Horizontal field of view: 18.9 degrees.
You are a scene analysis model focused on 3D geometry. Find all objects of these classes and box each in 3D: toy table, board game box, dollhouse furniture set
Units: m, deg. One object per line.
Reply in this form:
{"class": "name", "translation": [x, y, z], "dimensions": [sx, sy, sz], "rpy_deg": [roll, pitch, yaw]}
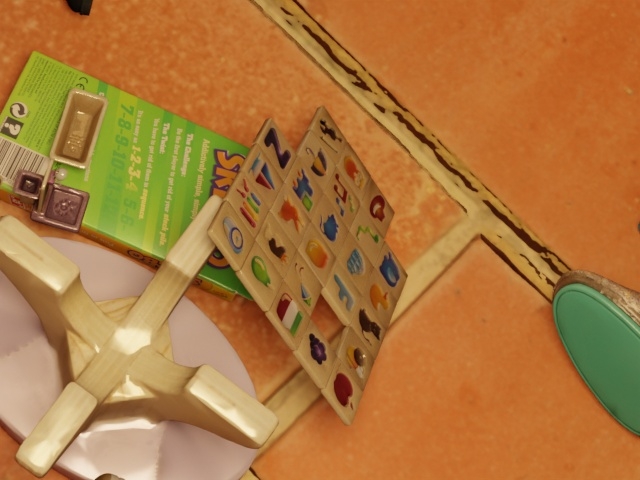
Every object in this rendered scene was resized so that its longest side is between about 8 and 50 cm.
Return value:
{"class": "toy table", "translation": [-0.158, 0.086, 1.470], "dimensions": [0.274, 0.161, 0.252], "rpy_deg": [25, 68, -4]}
{"class": "board game box", "translation": [-0.145, -0.048, 1.585], "dimensions": [0.259, 0.039, 0.124], "rpy_deg": [23, 69, -1]}
{"class": "dollhouse furniture set", "translation": [-0.216, -0.081, 1.520], "dimensions": [0.091, 0.081, 0.114], "rpy_deg": [17, 70, -6]}

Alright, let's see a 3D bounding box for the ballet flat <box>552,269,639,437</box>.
{"class": "ballet flat", "translation": [0.316, 0.139, 1.601], "dimensions": [0.106, 0.107, 0.316], "rpy_deg": [-35, 87, -41]}

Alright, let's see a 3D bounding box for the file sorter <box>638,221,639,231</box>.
{"class": "file sorter", "translation": [0.372, -0.050, 1.663], "dimensions": [0.118, 0.104, 0.170], "rpy_deg": [39, 68, 2]}

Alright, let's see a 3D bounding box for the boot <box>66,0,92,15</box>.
{"class": "boot", "translation": [-0.236, -0.249, 1.629], "dimensions": [0.099, 0.045, 0.121], "rpy_deg": [8, 63, -12]}

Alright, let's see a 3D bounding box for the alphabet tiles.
{"class": "alphabet tiles", "translation": [0.000, 0.000, 1.524], "dimensions": [0.198, 0.009, 0.237], "rpy_deg": [55, 32, -23]}

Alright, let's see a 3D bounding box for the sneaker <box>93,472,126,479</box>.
{"class": "sneaker", "translation": [-0.138, 0.314, 1.390], "dimensions": [0.153, 0.099, 0.282], "rpy_deg": [17, 99, -7]}
